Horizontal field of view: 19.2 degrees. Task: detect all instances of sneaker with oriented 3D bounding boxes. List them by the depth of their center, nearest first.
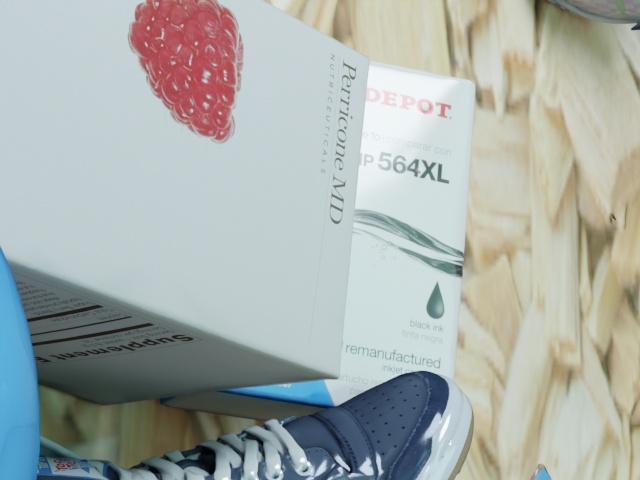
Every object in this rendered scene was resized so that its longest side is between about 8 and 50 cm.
[{"bbox_3d":[-0.063,0.125,0.940,0.282,0.099,0.153,-39,111,-9],"label":"sneaker"}]

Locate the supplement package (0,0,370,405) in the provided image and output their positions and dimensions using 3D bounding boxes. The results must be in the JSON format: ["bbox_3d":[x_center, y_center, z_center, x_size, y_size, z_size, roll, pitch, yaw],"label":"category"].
[{"bbox_3d":[-0.138,-0.044,0.891,0.293,0.175,0.177,23,66,-45],"label":"supplement package"}]

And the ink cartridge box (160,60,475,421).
[{"bbox_3d":[0.000,0.000,1.070,0.148,0.086,0.203,10,75,-18],"label":"ink cartridge box"}]

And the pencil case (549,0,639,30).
[{"bbox_3d":[0.224,-0.297,1.387,0.113,0.124,0.273,18,69,-45],"label":"pencil case"}]

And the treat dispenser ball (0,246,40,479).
[{"bbox_3d":[-0.234,0.060,0.601,0.288,0.288,0.288,11,75,-47],"label":"treat dispenser ball"}]

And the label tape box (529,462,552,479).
[{"bbox_3d":[0.078,0.334,1.124,0.240,0.106,0.333,58,46,-24],"label":"label tape box"}]
